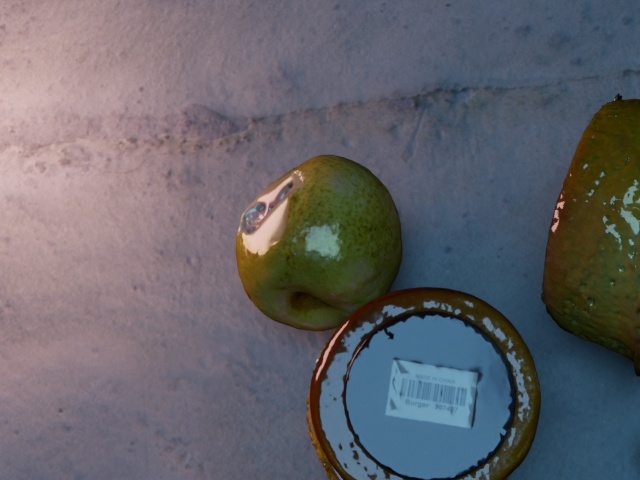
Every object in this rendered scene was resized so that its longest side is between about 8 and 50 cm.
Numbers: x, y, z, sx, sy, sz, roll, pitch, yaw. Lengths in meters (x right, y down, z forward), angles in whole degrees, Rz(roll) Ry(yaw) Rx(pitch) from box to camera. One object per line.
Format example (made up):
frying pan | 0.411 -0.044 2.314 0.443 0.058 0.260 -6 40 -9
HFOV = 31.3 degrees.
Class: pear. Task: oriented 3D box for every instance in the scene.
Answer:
pear | 0.000 0.000 1.726 0.271 0.271 0.271 -3 74 9

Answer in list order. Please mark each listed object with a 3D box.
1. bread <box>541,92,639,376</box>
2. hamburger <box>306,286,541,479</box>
bread | 0.460 -0.009 1.597 0.215 0.398 0.398 18 78 27
hamburger | 0.139 0.236 1.623 0.330 0.250 0.330 0 75 2
